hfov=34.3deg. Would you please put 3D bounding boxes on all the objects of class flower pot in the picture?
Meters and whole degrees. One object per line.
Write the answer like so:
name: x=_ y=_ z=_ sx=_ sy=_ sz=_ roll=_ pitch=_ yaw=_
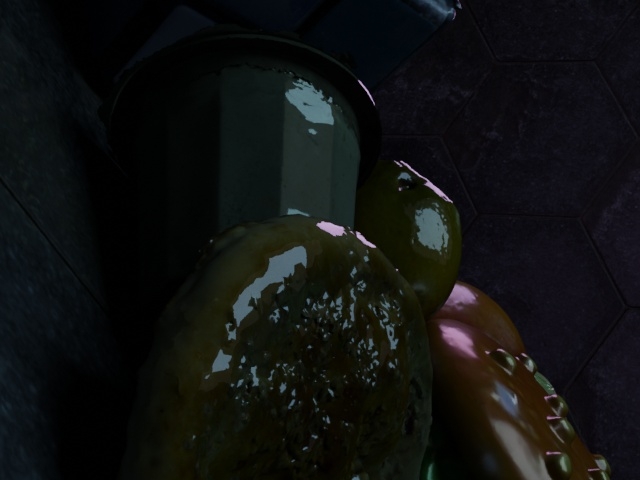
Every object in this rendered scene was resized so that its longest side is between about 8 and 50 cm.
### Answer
flower pot: x=-0.076 y=-0.018 z=0.991 sx=0.290 sy=0.290 sz=0.259 roll=54 pitch=26 yaw=-47

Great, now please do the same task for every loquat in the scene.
loquat: x=0.057 y=0.032 z=1.212 sx=0.213 sy=0.246 sz=0.213 roll=24 pitch=-8 yaw=4

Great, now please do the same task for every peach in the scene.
peach: x=0.173 y=0.198 z=1.601 sx=0.308 sy=0.308 sz=0.332 roll=66 pitch=14 yaw=10

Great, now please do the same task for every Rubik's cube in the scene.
Rubik's cube: x=-0.083 y=-0.323 z=1.227 sx=0.313 sy=0.318 sz=0.316 roll=23 pitch=37 yaw=-42

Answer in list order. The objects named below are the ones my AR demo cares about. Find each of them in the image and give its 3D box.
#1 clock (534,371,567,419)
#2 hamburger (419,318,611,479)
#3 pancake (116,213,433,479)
clock: x=0.272 y=0.362 z=1.732 sx=0.096 sy=0.308 sz=0.235 roll=35 pitch=22 yaw=-26
hamburger: x=0.174 y=0.274 z=1.232 sx=0.396 sy=0.277 sz=0.396 roll=48 pitch=15 yaw=-17
pancake: x=-0.011 y=0.168 z=0.805 sx=0.387 sy=0.082 sz=0.387 roll=-13 pitch=106 yaw=-53
